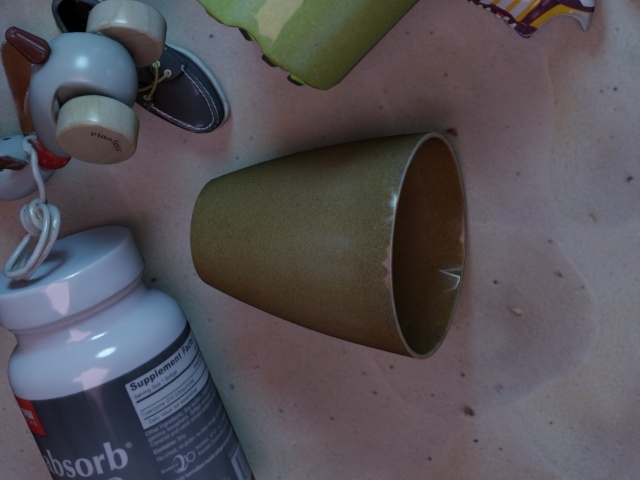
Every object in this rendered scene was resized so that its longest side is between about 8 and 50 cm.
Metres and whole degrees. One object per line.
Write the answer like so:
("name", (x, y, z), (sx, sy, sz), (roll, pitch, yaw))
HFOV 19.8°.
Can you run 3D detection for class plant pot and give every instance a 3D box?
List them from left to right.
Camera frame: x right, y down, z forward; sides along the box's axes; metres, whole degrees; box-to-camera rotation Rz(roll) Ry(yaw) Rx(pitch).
("plant pot", (0.000, 0.000, 1.951), (0.254, 0.237, 0.237), (3, 112, 23))
("plant pot", (0.011, -0.294, 1.761), (0.276, 0.276, 0.254), (37, 100, -7))

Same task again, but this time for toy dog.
("toy dog", (-0.300, -0.135, 1.899), (0.161, 0.220, 0.333), (26, 127, -25))

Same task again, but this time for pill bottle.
("pill bottle", (-0.223, 0.180, 2.046), (0.210, 0.210, 0.363), (-17, 108, 15))

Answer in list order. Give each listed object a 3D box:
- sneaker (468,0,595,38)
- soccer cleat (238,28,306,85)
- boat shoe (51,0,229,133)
("sneaker", (0.190, -0.248, 1.890), (0.186, 0.069, 0.083), (0, 106, 9))
("soccer cleat", (-0.048, -0.288, 1.898), (0.121, 0.093, 0.289), (-29, 104, 15))
("boat shoe", (-0.197, -0.189, 1.971), (0.228, 0.068, 0.081), (40, 111, -8))
